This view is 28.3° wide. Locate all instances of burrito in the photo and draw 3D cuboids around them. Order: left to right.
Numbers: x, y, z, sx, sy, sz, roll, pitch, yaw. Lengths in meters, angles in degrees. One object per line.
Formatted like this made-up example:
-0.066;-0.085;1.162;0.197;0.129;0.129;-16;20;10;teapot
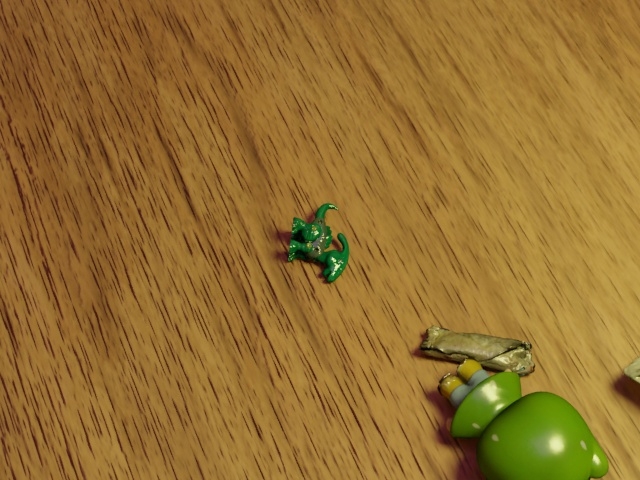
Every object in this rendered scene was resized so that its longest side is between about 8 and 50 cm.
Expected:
0.233;0.161;1.873;0.171;0.042;0.051;8;54;10;burrito

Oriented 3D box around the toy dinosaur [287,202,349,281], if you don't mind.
0.000;0.000;1.981;0.096;0.059;0.132;11;66;-1;toy dinosaur

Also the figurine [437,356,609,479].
0.269;0.265;1.753;0.162;0.143;0.263;-35;51;-15;figurine

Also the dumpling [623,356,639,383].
0.553;0.196;1.802;0.229;0.124;0.151;17;21;21;dumpling
